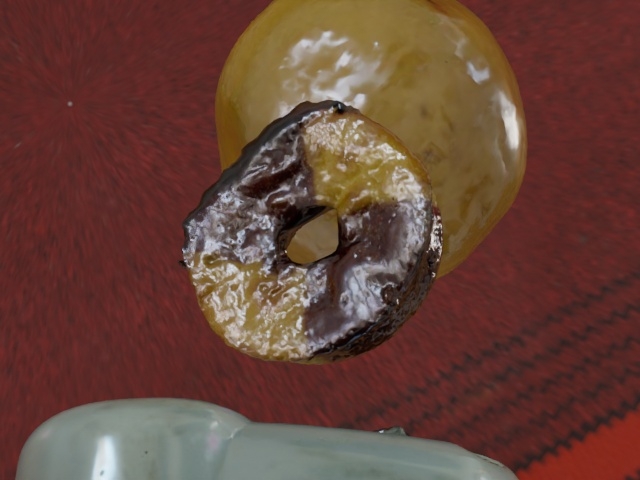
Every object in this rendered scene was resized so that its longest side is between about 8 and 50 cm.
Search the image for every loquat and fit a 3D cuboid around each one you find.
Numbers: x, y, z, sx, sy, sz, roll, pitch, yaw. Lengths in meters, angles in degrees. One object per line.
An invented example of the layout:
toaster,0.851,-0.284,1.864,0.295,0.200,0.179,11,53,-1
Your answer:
loquat,0.031,-0.069,1.189,0.208,0.208,0.208,-1,94,-8

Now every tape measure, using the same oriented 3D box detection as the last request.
tape measure,-0.030,0.149,0.786,0.246,0.243,0.125,5,66,-6

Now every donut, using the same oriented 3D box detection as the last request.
donut,0.000,0.000,0.966,0.140,0.059,0.140,-7,71,22
